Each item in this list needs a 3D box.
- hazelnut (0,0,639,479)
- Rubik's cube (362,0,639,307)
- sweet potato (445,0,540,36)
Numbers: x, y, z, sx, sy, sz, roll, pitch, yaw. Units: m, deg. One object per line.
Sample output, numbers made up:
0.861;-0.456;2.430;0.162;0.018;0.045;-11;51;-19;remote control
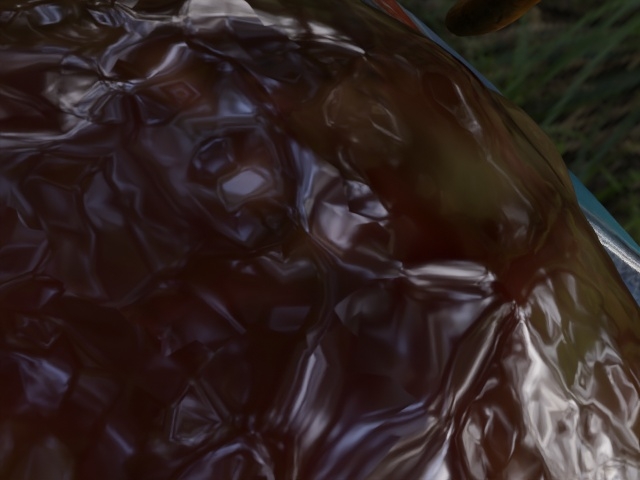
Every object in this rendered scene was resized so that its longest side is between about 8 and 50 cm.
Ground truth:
-0.079;0.096;0.512;0.421;0.421;0.353;51;1;6;hazelnut
0.000;0.000;1.156;0.318;0.313;0.316;33;17;-39;Rubik's cube
0.168;-0.186;0.994;0.057;0.264;0.057;10;72;-33;sweet potato
